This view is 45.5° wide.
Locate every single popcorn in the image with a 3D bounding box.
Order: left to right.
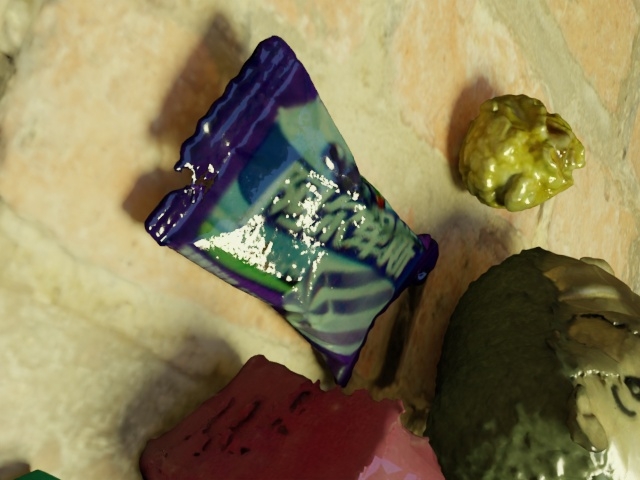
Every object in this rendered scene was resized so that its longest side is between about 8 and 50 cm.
[{"bbox_3d":[0.188,-0.085,0.716,0.121,0.116,0.106,-11,100,-7],"label":"popcorn"}]

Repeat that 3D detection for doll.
[{"bbox_3d":[0.205,0.129,0.637,0.349,0.247,0.247,-21,113,-61],"label":"doll"}]

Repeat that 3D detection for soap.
[{"bbox_3d":[0.039,0.233,0.505,0.127,0.220,0.325,-47,131,-25],"label":"soap"}]

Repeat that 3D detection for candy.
[{"bbox_3d":[0.000,0.000,0.530,0.145,0.070,0.275,-59,139,-15],"label":"candy"}]

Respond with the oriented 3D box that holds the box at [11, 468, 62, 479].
[{"bbox_3d":[-0.204,0.219,0.326,0.226,0.042,0.161,-16,110,-49],"label":"box"}]
